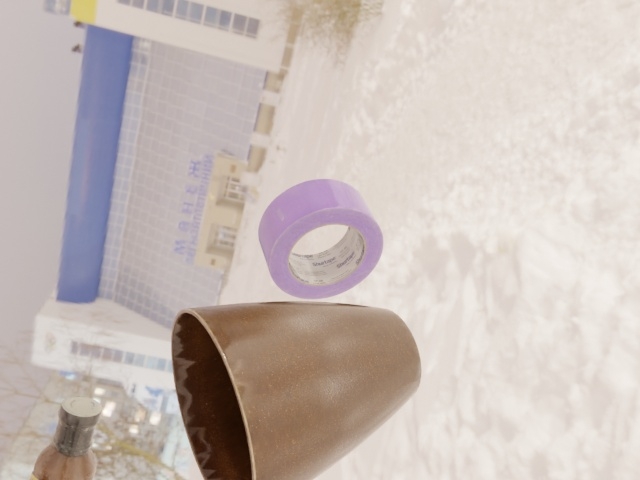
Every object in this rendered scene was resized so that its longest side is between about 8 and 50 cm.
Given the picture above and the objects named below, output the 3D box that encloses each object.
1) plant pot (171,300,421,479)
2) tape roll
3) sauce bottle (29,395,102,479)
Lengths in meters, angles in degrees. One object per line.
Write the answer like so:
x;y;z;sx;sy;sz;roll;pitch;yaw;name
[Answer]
-0.015;0.151;0.713;0.215;0.230;0.215;32;128;53;plant pot
0.000;0.000;1.059;0.080;0.189;0.189;-115;34;-46;tape roll
-0.467;0.444;1.180;0.111;0.111;0.344;-111;37;-76;sauce bottle
